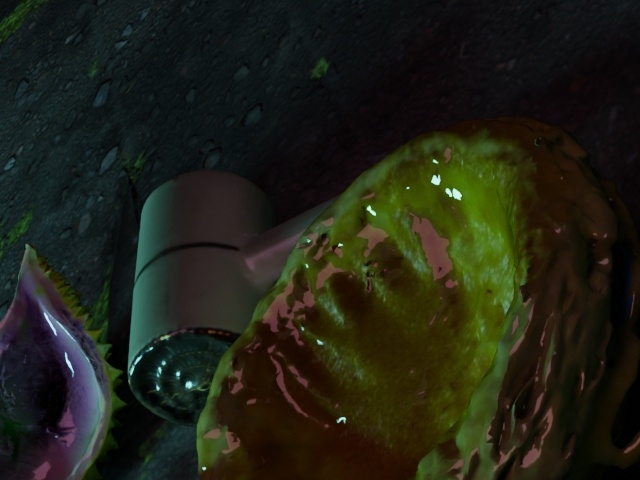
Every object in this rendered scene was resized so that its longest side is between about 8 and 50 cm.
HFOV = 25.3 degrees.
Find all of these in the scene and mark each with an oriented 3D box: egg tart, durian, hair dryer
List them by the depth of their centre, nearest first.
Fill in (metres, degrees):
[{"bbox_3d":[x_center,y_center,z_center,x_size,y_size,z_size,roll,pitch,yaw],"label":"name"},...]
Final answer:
[{"bbox_3d":[0.072,0.102,0.951,0.388,0.169,0.388,-35,34,28],"label":"egg tart"},{"bbox_3d":[0.000,0.000,1.190,0.362,0.128,0.203,-26,39,21],"label":"hair dryer"},{"bbox_3d":[-0.263,0.177,1.317,0.260,0.154,0.186,-50,55,-2],"label":"durian"}]
